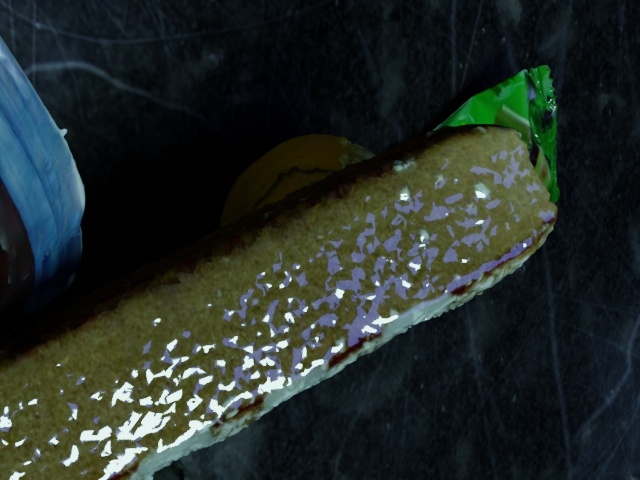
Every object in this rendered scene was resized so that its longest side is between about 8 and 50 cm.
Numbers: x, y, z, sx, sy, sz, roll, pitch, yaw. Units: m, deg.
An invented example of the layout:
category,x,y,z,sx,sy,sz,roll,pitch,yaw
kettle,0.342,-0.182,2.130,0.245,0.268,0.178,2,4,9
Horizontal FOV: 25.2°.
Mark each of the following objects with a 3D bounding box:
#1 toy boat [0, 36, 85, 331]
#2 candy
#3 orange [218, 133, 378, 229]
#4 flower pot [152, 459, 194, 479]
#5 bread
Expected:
category,x,y,z,sx,sy,sz,roll,pitch,yaw
toy boat,-0.217,-0.076,0.808,0.142,0.129,0.309,-78,149,-47
candy,0.128,-0.045,1.229,0.203,0.078,0.141,-35,114,-24
orange,0.000,0.000,1.047,0.156,0.134,0.157,0,97,-3
flower pot,-0.144,0.220,0.939,0.106,0.157,0.158,-8,105,-36
bread,-0.065,0.056,0.865,0.416,0.165,0.113,-28,97,-17
